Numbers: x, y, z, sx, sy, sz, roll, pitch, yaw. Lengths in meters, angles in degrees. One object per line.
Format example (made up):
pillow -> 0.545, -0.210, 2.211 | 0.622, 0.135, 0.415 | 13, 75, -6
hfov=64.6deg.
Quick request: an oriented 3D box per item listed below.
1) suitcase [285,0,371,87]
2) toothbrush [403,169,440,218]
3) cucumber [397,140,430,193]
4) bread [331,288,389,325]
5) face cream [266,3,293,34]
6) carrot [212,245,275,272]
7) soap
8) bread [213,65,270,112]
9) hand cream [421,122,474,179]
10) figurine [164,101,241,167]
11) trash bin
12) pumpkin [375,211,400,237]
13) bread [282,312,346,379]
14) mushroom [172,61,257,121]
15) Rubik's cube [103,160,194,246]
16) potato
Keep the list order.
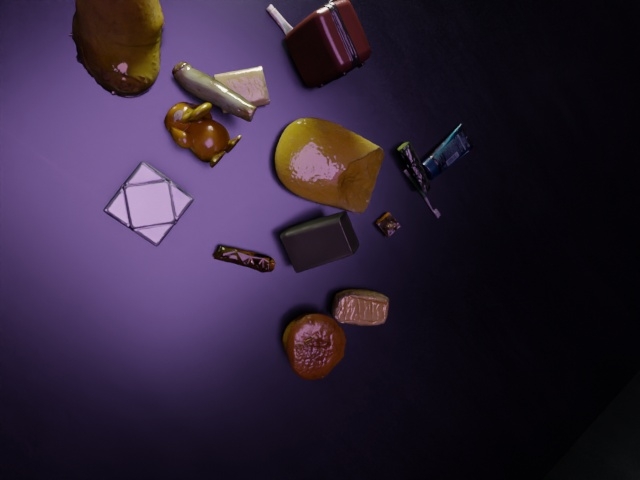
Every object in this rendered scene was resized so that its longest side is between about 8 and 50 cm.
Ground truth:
suitcase -> 0.021, -0.676, 1.758 | 0.161, 0.297, 0.236 | -33, 106, -20
toothbrush -> 0.422, -0.193, 2.096 | 0.024, 0.018, 0.257 | -44, 108, -11
cucumber -> 0.386, -0.294, 2.033 | 0.062, 0.078, 0.211 | -31, 104, 17
bread -> 0.156, 0.266, 2.025 | 0.237, 0.106, 0.139 | 6, 97, -18
face cream -> -0.148, -0.798, 1.830 | 0.038, 0.020, 0.115 | -48, 109, -8
carrot -> -0.282, 0.069, 1.881 | 0.229, 0.069, 0.068 | 16, 92, -18
soap -> 0.038, -0.286, 1.910 | 0.428, 0.115, 0.305 | 17, 95, -19
bread -> -0.281, -0.535, 1.802 | 0.178, 0.060, 0.139 | -14, 100, -15
hand cream -> 0.527, -0.362, 2.091 | 0.270, 0.061, 0.120 | -41, 109, -14
figurine -> -0.411, -0.368, 1.726 | 0.215, 0.215, 0.228 | -36, 118, -10
trash bin -> 0.000, 0.000, 1.870 | 0.241, 0.122, 0.164 | -18, 104, 24
pumpkin -> 0.275, -0.062, 2.049 | 0.074, 0.054, 0.083 | -43, 112, -3
bread -> -0.023, 0.399, 1.969 | 0.269, 0.146, 0.268 | -4, 100, -21
mushroom -> -0.353, -0.495, 1.700 | 0.333, 0.107, 0.087 | 31, 105, 9
Rubik's cube -> -0.568, -0.125, 1.688 | 0.207, 0.205, 0.205 | 39, 84, -18
potato -> -0.632, -0.672, 1.553 | 0.290, 0.296, 0.396 | 10, 92, -17
